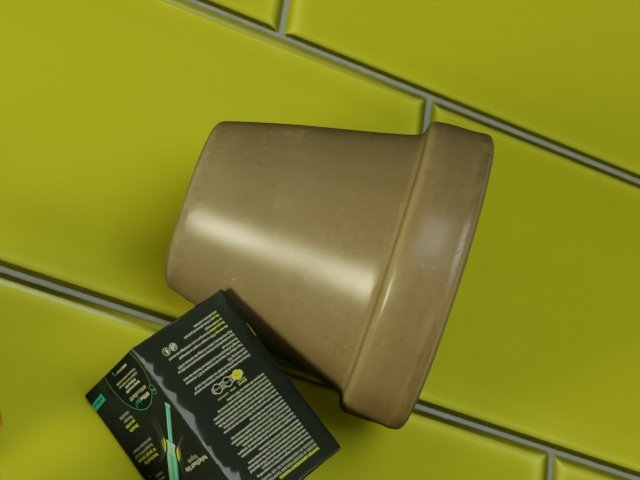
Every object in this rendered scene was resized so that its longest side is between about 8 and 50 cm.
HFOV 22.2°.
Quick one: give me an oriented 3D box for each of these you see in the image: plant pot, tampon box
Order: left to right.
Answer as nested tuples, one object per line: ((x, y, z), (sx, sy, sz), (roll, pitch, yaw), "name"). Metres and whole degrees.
((-0.087, 0.145, 1.302), (0.101, 0.120, 0.161), (-34, 86, -36), "tampon box")
((0.000, 0.000, 1.367), (0.229, 0.263, 0.263), (19, 57, 1), "plant pot")

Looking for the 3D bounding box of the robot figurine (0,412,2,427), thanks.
((-0.363, 0.115, 1.127), (0.291, 0.085, 0.211), (-24, 122, -41), "robot figurine")
